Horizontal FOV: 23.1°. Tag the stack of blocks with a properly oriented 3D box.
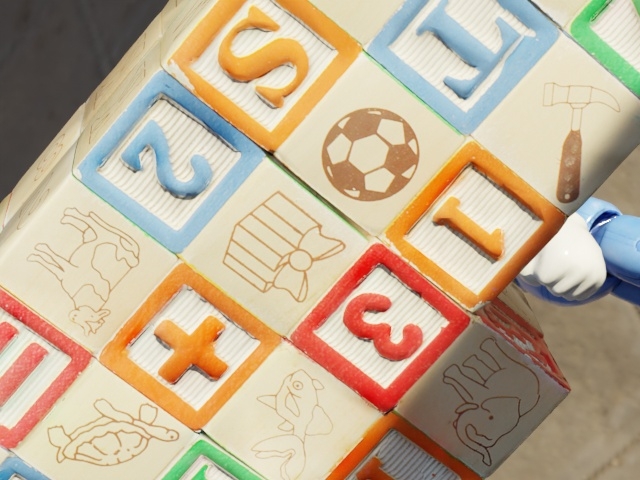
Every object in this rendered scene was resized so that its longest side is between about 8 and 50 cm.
[{"bbox_3d":[0.000,0.000,0.522,0.297,0.171,0.087,-49,17,12],"label":"stack of blocks"}]

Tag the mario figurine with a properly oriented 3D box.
[{"bbox_3d":[0.149,0.022,1.148,0.320,0.170,0.198,24,135,23],"label":"mario figurine"}]
